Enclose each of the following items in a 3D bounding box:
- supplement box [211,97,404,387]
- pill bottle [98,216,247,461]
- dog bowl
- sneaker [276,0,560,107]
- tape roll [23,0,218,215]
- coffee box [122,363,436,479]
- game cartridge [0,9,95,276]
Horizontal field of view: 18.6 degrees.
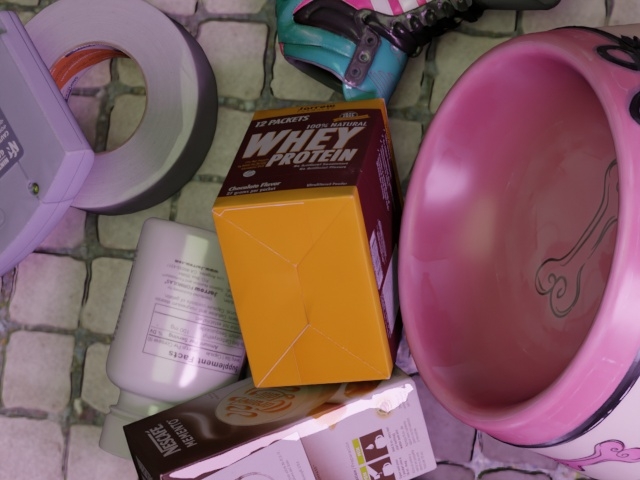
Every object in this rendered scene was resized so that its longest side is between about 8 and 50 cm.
[{"bbox_3d":[0.000,0.000,1.802,0.129,0.194,0.191,-5,118,14],"label":"supplement box"},{"bbox_3d":[-0.136,0.102,1.893,0.131,0.131,0.229,15,88,16],"label":"pill bottle"},{"bbox_3d":[0.215,0.001,1.680,0.150,0.408,0.408,9,85,-29],"label":"dog bowl"},{"bbox_3d":[0.084,-0.196,1.872,0.295,0.124,0.178,6,80,23],"label":"sneaker"},{"bbox_3d":[-0.216,-0.137,1.972,0.219,0.072,0.219,-2,83,14],"label":"tape roll"},{"bbox_3d":[-0.039,0.190,1.798,0.246,0.141,0.098,-21,110,-14],"label":"coffee box"},{"bbox_3d":[-0.347,-0.067,1.950,0.294,0.060,0.196,-39,71,36],"label":"game cartridge"}]
